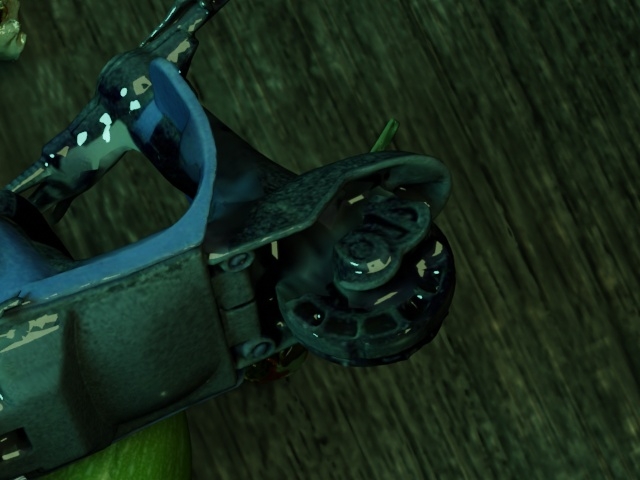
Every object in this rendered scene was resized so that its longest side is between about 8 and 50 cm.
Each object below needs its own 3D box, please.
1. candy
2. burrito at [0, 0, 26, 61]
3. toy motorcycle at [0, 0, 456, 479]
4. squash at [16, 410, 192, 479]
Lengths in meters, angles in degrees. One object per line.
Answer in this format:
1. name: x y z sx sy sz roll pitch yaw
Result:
1. candy: 0.000 0.000 0.970 0.055 0.049 0.184 51 56 -30
2. burrito: -0.231 -0.118 0.936 0.149 0.041 0.055 4 60 -10
3. toy motorcycle: -0.122 0.011 0.752 0.358 0.125 0.212 -21 55 -9
4. squash: -0.129 0.217 0.783 0.107 0.107 0.395 15 76 -11
